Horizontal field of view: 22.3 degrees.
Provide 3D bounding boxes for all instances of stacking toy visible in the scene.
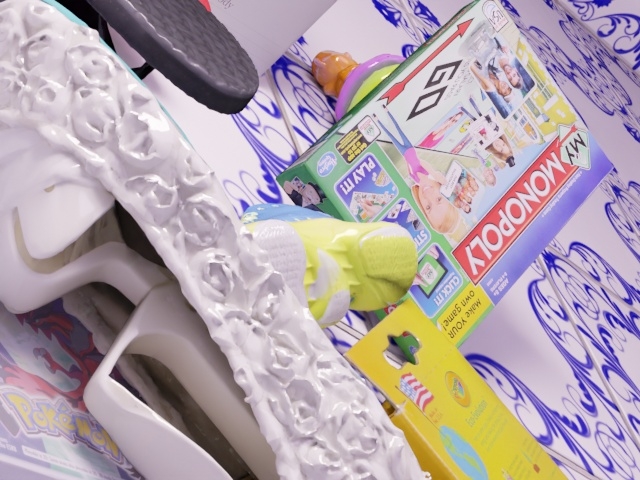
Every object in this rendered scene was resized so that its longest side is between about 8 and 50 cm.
[{"bbox_3d":[0.079,-0.128,1.701,0.175,0.165,0.302,18,19,-40],"label":"stacking toy"}]

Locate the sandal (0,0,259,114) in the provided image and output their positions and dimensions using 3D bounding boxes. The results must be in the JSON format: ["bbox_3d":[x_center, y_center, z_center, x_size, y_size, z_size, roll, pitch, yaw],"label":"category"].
[{"bbox_3d":[-0.226,-0.219,1.267,0.446,0.107,0.167,40,17,17],"label":"sandal"}]

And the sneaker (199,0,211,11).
[{"bbox_3d":[-0.160,-0.283,1.411,0.118,0.107,0.279,-22,62,-28],"label":"sneaker"}]

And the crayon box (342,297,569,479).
[{"bbox_3d":[0.122,0.201,1.195,0.318,0.081,0.202,50,18,4],"label":"crayon box"}]

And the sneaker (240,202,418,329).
[{"bbox_3d":[-0.043,0.021,1.223,0.126,0.091,0.240,15,11,43],"label":"sneaker"}]

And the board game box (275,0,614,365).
[{"bbox_3d":[0.123,-0.061,1.473,0.213,0.046,0.317,53,51,-10],"label":"board game box"}]

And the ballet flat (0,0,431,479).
[{"bbox_3d":[-0.099,0.031,0.916,0.409,0.147,0.147,50,19,5],"label":"ballet flat"}]

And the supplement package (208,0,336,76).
[{"bbox_3d":[-0.067,-0.338,1.563,0.199,0.263,0.198,28,27,-44],"label":"supplement package"}]

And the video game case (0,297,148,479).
[{"bbox_3d":[-0.151,0.077,0.927,0.201,0.023,0.183,27,27,-46],"label":"video game case"}]
